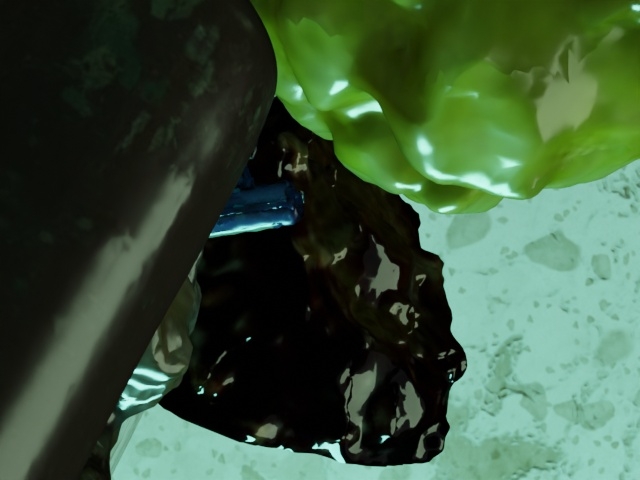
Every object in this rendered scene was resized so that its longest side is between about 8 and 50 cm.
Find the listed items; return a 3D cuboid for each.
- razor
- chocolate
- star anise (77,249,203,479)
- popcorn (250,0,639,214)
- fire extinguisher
[{"bbox_3d":[-0.037,-0.089,0.936,0.324,0.093,0.056,-72,153,-63],"label":"razor"},{"bbox_3d":[0.000,0.000,1.012,0.224,0.206,0.177,-55,166,-74],"label":"chocolate"},{"bbox_3d":[-0.084,0.041,0.596,0.197,0.073,0.212,-59,-174,52],"label":"star anise"},{"bbox_3d":[0.091,-0.140,0.650,0.224,0.270,0.258,-99,171,-84],"label":"popcorn"},{"bbox_3d":[-0.073,0.011,0.344,0.268,0.072,0.089,-63,144,-17],"label":"fire extinguisher"}]
